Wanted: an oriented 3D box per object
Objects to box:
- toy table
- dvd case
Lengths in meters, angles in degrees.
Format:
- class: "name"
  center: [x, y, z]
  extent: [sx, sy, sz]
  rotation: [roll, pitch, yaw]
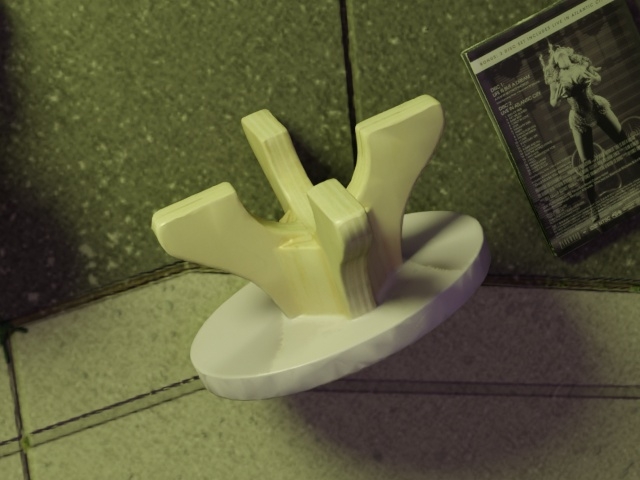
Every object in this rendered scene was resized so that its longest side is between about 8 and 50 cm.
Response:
- class: "toy table"
  center: [0.000, 0.000, 0.970]
  extent: [0.274, 0.252, 0.161]
  rotation: [-31, 121, -18]
- class: "dvd case"
  center: [0.251, -0.117, 1.110]
  extent: [0.164, 0.018, 0.221]
  rotation: [-29, 105, -6]
